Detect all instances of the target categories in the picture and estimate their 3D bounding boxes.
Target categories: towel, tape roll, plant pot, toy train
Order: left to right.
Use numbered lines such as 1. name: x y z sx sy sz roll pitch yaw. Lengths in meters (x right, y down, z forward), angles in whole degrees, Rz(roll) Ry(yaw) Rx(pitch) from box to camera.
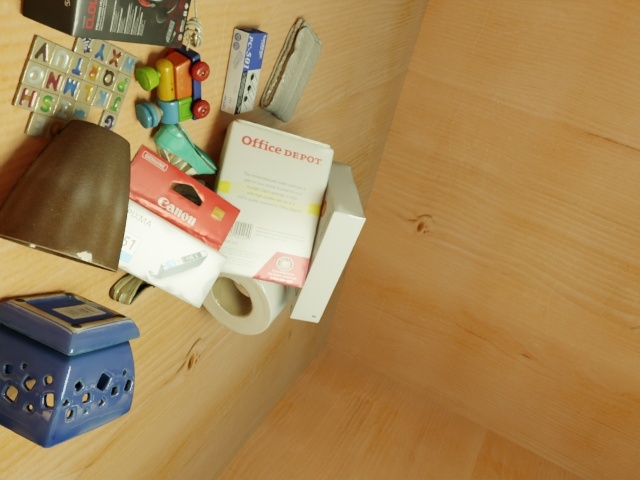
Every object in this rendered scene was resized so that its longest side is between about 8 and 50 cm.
1. plant pot: -0.511 0.232 1.084 0.236 0.236 0.212 1 107 -72
2. plant pot: -0.427 -0.085 0.969 0.215 0.216 0.230 50 55 -72
3. toy train: -0.310 -0.349 1.117 0.143 0.105 0.248 -33 147 -37
4. tape roll: -0.242 0.147 1.680 0.100 0.286 0.286 -45 155 -47
5. towel: -0.081 -0.504 1.668 0.282 0.049 0.187 -66 163 4

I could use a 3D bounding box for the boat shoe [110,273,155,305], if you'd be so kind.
1. boat shoe: -0.435 0.094 1.384 0.190 0.072 0.068 -54 160 -36

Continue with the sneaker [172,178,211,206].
1. sneaker: -0.353 -0.018 1.398 0.129 0.111 0.297 92 16 -71

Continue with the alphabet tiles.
1. alphabet tiles: -0.433 -0.269 0.986 0.198 0.009 0.237 -67 164 7

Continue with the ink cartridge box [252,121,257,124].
1. ink cartridge box: -0.169 -0.177 1.714 0.271 0.130 0.309 -64 163 -3

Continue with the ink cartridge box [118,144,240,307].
1. ink cartridge box: -0.336 -0.027 1.244 0.296 0.066 0.261 35 77 -35

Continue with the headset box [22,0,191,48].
1. headset box: -0.331 -0.438 0.879 0.293 0.110 0.218 -30 143 -63

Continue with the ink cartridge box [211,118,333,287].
1. ink cartridge box: -0.151 -0.094 1.474 0.160 0.279 0.384 -165 -91 -72

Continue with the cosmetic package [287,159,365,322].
1. cosmetic package: 0.000 0.000 1.572 0.284 0.098 0.377 -103 -151 -53

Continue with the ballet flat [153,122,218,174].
1. ballet flat: -0.327 -0.205 1.314 0.087 0.083 0.247 -39 161 -2

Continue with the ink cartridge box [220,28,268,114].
1. ink cartridge box: -0.196 -0.433 1.416 0.097 0.046 0.207 -39 149 -59
